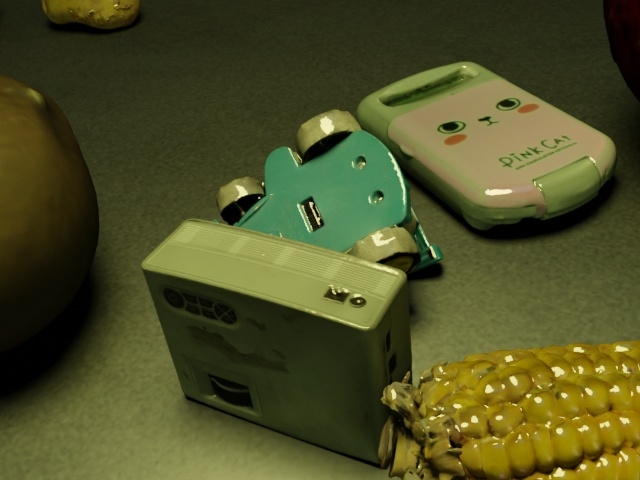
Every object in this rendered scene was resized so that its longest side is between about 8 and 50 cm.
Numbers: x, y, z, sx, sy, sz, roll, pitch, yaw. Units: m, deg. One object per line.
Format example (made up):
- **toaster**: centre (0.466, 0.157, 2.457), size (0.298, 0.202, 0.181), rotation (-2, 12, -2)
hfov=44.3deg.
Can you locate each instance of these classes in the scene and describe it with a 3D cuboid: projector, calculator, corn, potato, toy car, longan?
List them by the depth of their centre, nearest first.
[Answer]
- **corn**: centre (0.186, 0.097, 0.381), size (0.318, 0.115, 0.115), rotation (-5, 38, 5)
- **projector**: centre (-0.020, 0.055, 0.463), size (0.147, 0.115, 0.061), rotation (14, 41, 26)
- **longan**: centre (-0.251, -0.019, 0.542), size (0.196, 0.196, 0.220), rotation (-17, 47, -11)
- **toy car**: centre (0.000, 0.000, 0.571), size (0.161, 0.098, 0.126), rotation (-33, 61, 15)
- **calculator**: centre (0.132, -0.088, 0.671), size (0.141, 0.045, 0.246), rotation (-22, 39, -17)
- **potato**: centre (-0.295, -0.312, 1.009), size (0.138, 0.070, 0.091), rotation (9, 40, 21)

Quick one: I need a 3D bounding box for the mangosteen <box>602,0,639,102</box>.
- **mangosteen**: centre (0.365, -0.173, 0.552), size (0.330, 0.330, 0.330), rotation (-5, 38, 4)
